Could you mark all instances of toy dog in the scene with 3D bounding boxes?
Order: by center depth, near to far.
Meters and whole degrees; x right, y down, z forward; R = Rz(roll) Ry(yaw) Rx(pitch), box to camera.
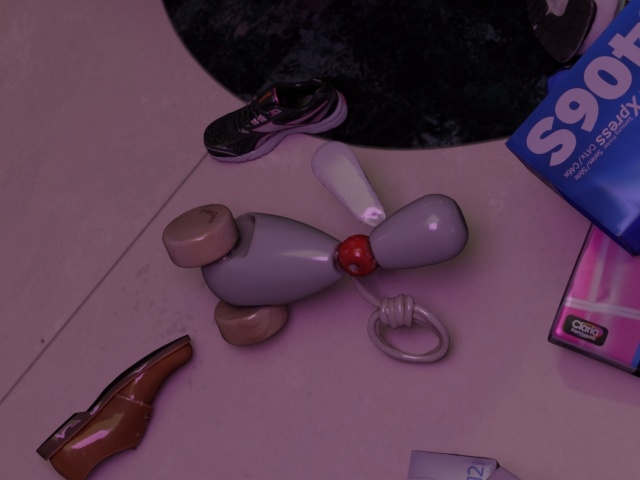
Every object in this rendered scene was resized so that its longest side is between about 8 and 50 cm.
[{"bbox_3d":[0.000,0.000,1.489,0.334,0.220,0.161,5,37,10],"label":"toy dog"}]

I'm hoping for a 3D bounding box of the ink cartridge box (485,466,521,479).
[{"bbox_3d":[0.236,0.349,1.180,0.117,0.207,0.283,-44,93,-5],"label":"ink cartridge box"}]

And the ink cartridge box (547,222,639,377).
[{"bbox_3d":[0.382,-0.035,1.393,0.176,0.069,0.371,21,82,7],"label":"ink cartridge box"}]

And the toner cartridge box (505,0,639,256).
[{"bbox_3d":[0.361,-0.169,1.330,0.348,0.075,0.165,-49,59,5],"label":"toner cartridge box"}]

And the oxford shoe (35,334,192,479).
[{"bbox_3d":[-0.217,0.191,1.528,0.212,0.076,0.076,-43,93,-7],"label":"oxford shoe"}]

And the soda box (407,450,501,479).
[{"bbox_3d":[0.121,0.359,1.330,0.091,0.098,0.286,4,69,18],"label":"soda box"}]

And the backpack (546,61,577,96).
[{"bbox_3d":[0.313,-0.151,1.495,0.120,0.098,0.101,-6,70,13],"label":"backpack"}]

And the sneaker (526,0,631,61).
[{"bbox_3d":[0.332,-0.366,1.587,0.182,0.158,0.410,10,56,-19],"label":"sneaker"}]

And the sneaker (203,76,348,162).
[{"bbox_3d":[-0.062,-0.156,1.616,0.178,0.077,0.072,-22,62,7],"label":"sneaker"}]
